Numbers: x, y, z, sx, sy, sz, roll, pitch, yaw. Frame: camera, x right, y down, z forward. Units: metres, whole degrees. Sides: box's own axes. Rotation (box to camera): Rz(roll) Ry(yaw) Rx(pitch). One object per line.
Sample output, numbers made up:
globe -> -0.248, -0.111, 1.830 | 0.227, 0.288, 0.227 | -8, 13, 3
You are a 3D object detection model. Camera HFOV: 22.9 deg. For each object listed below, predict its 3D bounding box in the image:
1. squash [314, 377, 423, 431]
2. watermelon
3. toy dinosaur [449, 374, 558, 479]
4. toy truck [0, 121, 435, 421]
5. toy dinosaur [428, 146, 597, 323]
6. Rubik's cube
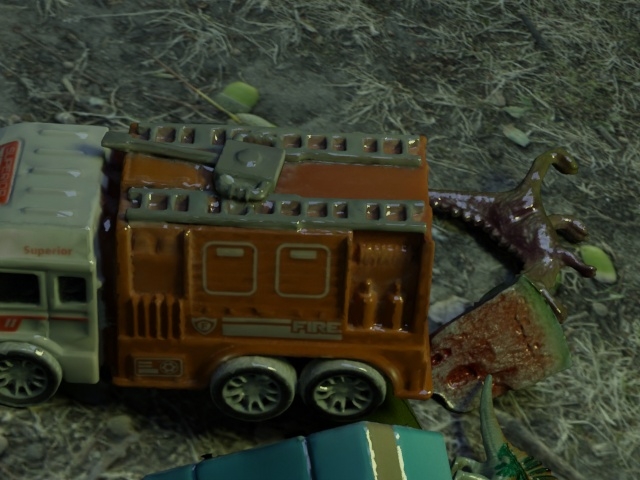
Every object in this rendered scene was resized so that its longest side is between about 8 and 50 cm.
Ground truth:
squash -> 0.061, 0.215, 1.255 | 0.087, 0.087, 0.331 | 4, 45, -23
watermelon -> 0.156, 0.096, 1.417 | 0.158, 0.121, 0.098 | -25, 83, -38
toy dinosaur -> 0.163, 0.205, 1.339 | 0.106, 0.044, 0.187 | 26, 43, 1
toy truck -> -0.101, 0.010, 1.245 | 0.388, 0.206, 0.173 | 2, 43, -2
toy dinosaur -> 0.178, -0.023, 1.585 | 0.200, 0.072, 0.251 | -32, 75, -34
Rubik's cube -> -0.006, 0.249, 1.076 | 0.224, 0.265, 0.212 | 17, 59, -61
